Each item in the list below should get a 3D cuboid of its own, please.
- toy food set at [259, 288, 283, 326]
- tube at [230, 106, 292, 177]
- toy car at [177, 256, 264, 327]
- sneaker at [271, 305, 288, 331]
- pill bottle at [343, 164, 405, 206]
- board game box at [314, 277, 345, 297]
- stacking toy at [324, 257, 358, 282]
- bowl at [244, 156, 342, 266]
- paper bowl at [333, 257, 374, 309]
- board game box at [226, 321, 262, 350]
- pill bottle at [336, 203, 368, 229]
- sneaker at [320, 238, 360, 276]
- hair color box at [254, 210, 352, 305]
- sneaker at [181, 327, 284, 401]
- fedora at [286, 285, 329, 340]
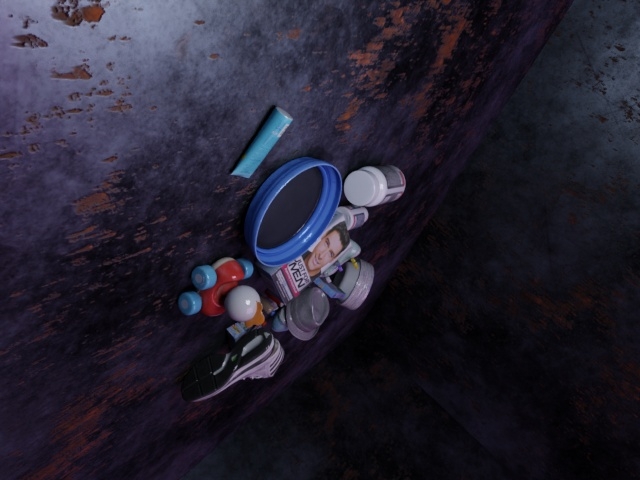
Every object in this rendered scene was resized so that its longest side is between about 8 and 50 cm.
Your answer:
[{"bbox_3d":[-0.202,0.277,1.848,0.232,0.104,0.111,-17,143,-56],"label":"toy food set"},{"bbox_3d":[-0.150,-0.243,1.090,0.207,0.052,0.080,-50,156,20],"label":"tube"},{"bbox_3d":[-0.277,0.196,1.345,0.210,0.238,0.219,-56,159,21],"label":"toy car"},{"bbox_3d":[-0.125,0.363,2.181,0.150,0.135,0.365,-40,165,34],"label":"sneaker"},{"bbox_3d":[0.221,-0.224,1.731,0.283,0.161,0.161,-17,144,-55],"label":"pill bottle"},{"bbox_3d":[0.038,0.235,2.196,0.039,0.160,0.211,-51,161,6],"label":"board game box"},{"bbox_3d":[0.071,0.090,2.000,0.166,0.052,0.221,-27,131,2],"label":"stacking toy"},{"bbox_3d":[-0.087,-0.094,1.390,0.391,0.077,0.391,-38,150,-26],"label":"bowl"},{"bbox_3d":[0.168,0.233,2.382,0.284,0.147,0.284,-60,-166,25],"label":"paper bowl"},{"bbox_3d":[-0.333,0.396,1.862,0.194,0.060,0.194,-43,160,-15],"label":"board game box"},{"bbox_3d":[0.134,-0.103,1.851,0.180,0.108,0.108,-16,142,-56],"label":"pill bottle"},{"bbox_3d":[0.057,0.068,2.069,0.255,0.094,0.151,-36,136,9],"label":"sneaker"},{"bbox_3d":[-0.056,0.052,1.648,0.374,0.113,0.186,-41,137,-22],"label":"hair color box"},{"bbox_3d":[-0.345,0.573,1.801,0.447,0.169,0.258,-32,136,-1],"label":"sneaker"},{"bbox_3d":[-0.043,0.333,2.047,0.124,0.243,0.276,-21,-137,36],"label":"fedora"}]
